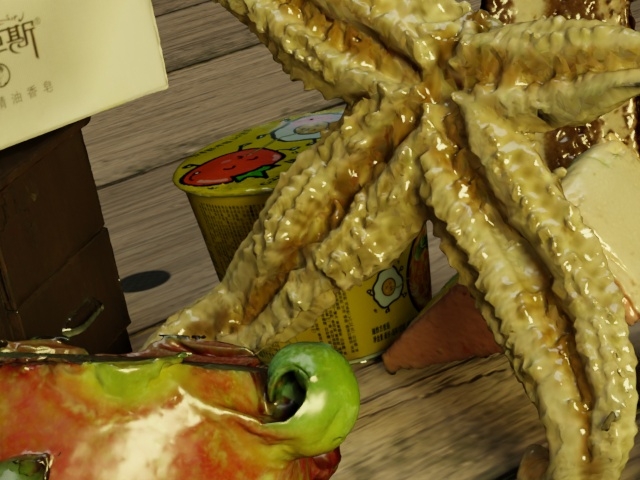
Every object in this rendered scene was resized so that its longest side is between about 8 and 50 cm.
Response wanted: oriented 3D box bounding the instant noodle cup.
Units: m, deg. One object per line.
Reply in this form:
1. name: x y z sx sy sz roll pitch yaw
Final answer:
1. instant noodle cup: 0.000 0.000 1.083 0.182 0.144 0.182 -11 19 4

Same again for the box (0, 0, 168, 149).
1. box: -0.264 -0.119 1.024 0.260 0.111 0.194 -24 23 -39

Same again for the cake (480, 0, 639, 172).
1. cake: 0.181 -0.089 1.114 0.112 0.246 0.135 -6 0 15

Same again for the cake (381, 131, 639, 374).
1. cake: 0.122 0.010 0.967 0.225 0.090 0.109 -19 23 50

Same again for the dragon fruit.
1. dragon fruit: -0.114 0.109 0.790 0.295 0.130 0.268 -2 -6 36

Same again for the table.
1. table: -0.234 0.037 1.028 0.172 0.193 0.169 -4 20 17

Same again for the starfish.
1. starfish: 0.021 -0.033 0.903 0.432 0.324 0.082 20 12 35
